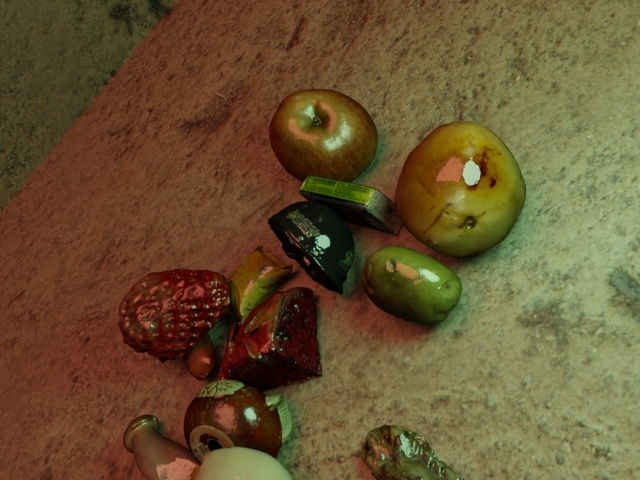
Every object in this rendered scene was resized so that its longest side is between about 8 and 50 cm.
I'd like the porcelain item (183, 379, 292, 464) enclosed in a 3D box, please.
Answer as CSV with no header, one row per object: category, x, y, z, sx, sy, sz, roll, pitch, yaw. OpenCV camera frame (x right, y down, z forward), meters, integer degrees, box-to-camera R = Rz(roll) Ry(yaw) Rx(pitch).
porcelain item,-0.191,0.432,1.568,0.253,0.253,0.253,-18,52,25

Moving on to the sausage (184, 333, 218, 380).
sausage,-0.358,0.272,1.854,0.089,0.083,0.300,-42,48,4

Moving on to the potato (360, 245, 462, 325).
potato,0.199,0.104,1.500,0.228,0.197,0.148,33,73,16

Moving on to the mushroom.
mushroom,-0.394,0.557,1.666,0.350,0.128,0.128,24,77,47

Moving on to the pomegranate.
pomegranate,0.320,-0.119,1.511,0.319,0.319,0.319,-18,52,25

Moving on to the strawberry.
strawberry,-0.404,0.171,1.790,0.336,0.149,0.265,-25,49,18

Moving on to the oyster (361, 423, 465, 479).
oyster,0.213,0.477,1.330,0.345,0.078,0.129,25,69,45

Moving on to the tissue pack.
tissue pack,0.084,-0.095,1.724,0.235,0.173,0.073,17,79,40

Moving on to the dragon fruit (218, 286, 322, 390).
dragon fruit,-0.141,0.297,1.634,0.330,0.302,0.240,-44,78,20

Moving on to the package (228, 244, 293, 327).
package,-0.191,0.121,1.829,0.168,0.090,0.226,32,81,43

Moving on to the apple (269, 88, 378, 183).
apple,-0.001,-0.298,1.866,0.309,0.250,0.277,-5,58,30

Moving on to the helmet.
helmet,0.000,0.000,1.692,0.160,0.230,0.279,-45,58,-12

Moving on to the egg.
egg,-0.173,0.585,1.366,0.264,0.174,0.286,-11,89,14
